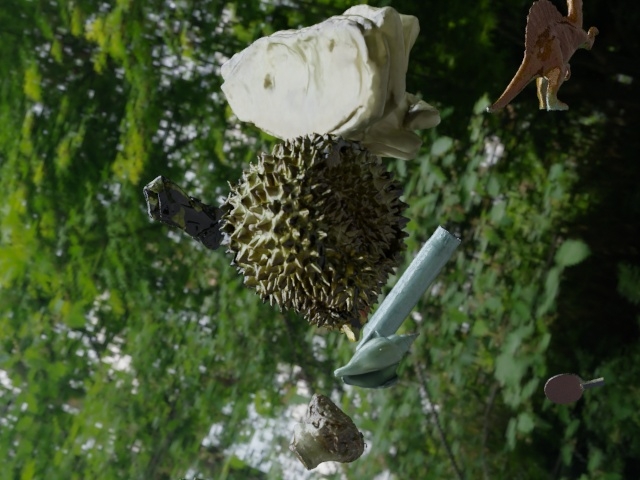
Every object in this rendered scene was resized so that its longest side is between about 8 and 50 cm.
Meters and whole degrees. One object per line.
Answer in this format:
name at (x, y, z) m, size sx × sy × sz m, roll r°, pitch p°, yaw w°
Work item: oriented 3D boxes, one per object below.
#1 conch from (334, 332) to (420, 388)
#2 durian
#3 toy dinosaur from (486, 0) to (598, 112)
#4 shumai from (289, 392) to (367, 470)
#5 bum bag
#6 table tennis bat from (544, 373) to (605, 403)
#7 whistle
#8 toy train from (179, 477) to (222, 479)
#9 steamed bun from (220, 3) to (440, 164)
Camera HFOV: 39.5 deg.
conch at (0.110, 0.219, 1.643) m, size 0.065 × 0.180 × 0.088 m, roll 42°, pitch 157°, yaw 60°
durian at (0.000, -0.009, 1.227) m, size 0.293 × 0.258 × 0.258 m, roll 46°, pitch -125°, yaw -34°
toy dinosaur at (0.260, -0.219, 1.016) m, size 0.212 × 0.057 × 0.142 m, roll -16°, pitch -74°, yaw -50°
shumai at (0.002, 0.372, 1.661) m, size 0.116 × 0.145 × 0.145 m, roll -29°, pitch -36°, yaw -30°
bum bag at (-0.293, -0.061, 1.990) m, size 0.060 × 0.232 × 0.106 m, roll -15°, pitch 53°, yaw 57°
table tennis bat at (0.358, 0.207, 1.257) m, size 0.007 × 0.083 × 0.050 m, roll -75°, pitch -31°, yaw -63°
whistle at (0.177, 0.109, 1.832) m, size 0.312 × 0.062 × 0.062 m, roll -55°, pitch -10°, yaw 6°
toy train at (-0.215, 0.476, 1.475) m, size 0.074 × 0.118 × 0.175 m, roll -102°, pitch 26°, yaw -67°
steamed bun at (0.033, -0.208, 1.357) m, size 0.189 × 0.428 × 0.247 m, roll -9°, pitch -87°, yaw -33°
